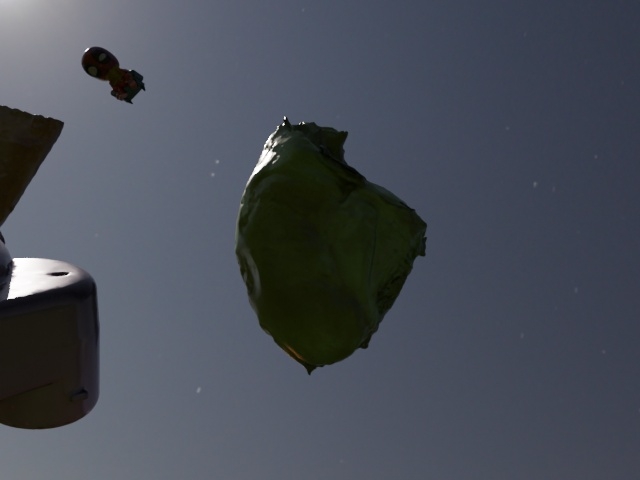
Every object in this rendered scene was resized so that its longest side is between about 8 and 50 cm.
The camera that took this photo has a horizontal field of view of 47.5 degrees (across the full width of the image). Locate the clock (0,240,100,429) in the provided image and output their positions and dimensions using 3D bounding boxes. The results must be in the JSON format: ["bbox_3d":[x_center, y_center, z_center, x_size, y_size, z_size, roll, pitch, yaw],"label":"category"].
[{"bbox_3d":[-0.335,0.054,0.462,0.322,0.296,0.113,14,-72,38],"label":"clock"}]

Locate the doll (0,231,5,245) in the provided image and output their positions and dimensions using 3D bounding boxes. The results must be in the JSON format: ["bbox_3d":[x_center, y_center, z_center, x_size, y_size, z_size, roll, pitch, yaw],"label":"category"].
[{"bbox_3d":[-0.696,0.003,1.306,0.152,0.196,0.256,10,6,39],"label":"doll"}]

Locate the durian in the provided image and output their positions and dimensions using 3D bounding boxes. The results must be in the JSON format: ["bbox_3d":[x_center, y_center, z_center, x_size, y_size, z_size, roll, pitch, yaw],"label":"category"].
[{"bbox_3d":[0.000,0.000,0.987,0.256,0.339,0.204,21,-10,29],"label":"durian"}]

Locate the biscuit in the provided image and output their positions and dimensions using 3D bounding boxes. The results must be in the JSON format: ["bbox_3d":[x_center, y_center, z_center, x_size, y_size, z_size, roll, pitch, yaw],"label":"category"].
[{"bbox_3d":[-0.908,-0.173,1.748,0.430,0.446,0.104,21,-17,10],"label":"biscuit"}]

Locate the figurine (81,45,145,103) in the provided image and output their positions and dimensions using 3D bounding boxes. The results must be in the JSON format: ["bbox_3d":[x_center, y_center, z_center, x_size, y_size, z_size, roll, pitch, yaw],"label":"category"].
[{"bbox_3d":[-0.405,-0.327,1.410,0.140,0.068,0.075,44,8,14],"label":"figurine"}]
